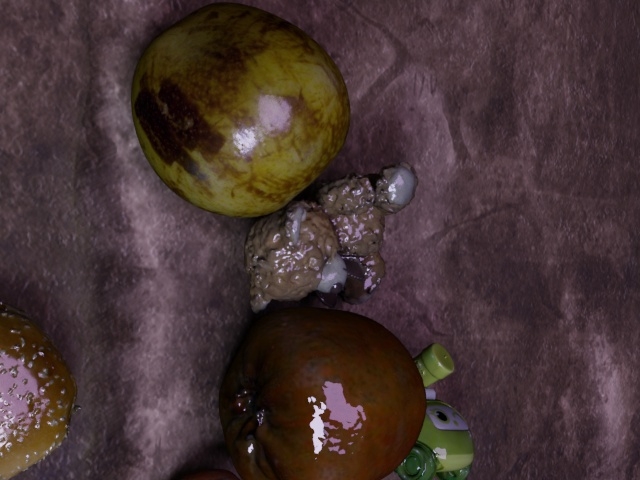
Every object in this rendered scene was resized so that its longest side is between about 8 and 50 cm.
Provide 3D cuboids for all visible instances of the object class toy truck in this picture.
[{"bbox_3d":[0.135,0.282,1.375,0.148,0.187,0.210,13,60,-48],"label":"toy truck"}]

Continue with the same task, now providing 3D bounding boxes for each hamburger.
[{"bbox_3d":[-0.391,0.167,1.031,0.189,0.122,0.215,-37,110,-25],"label":"hamburger"}]

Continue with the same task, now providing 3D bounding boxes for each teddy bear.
[{"bbox_3d":[0.000,0.000,1.254,0.256,0.156,0.267,-34,150,-48],"label":"teddy bear"}]

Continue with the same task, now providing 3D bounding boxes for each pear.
[{"bbox_3d":[-0.105,-0.166,1.122,0.284,0.283,0.283,-2,94,-35],"label":"pear"}]

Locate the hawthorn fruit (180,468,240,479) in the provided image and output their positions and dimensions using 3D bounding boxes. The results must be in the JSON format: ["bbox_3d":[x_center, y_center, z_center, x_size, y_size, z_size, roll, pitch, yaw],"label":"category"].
[{"bbox_3d":[-0.172,0.381,1.197,0.189,0.149,0.149,3,91,-5],"label":"hawthorn fruit"}]

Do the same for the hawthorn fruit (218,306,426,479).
[{"bbox_3d":[0.021,0.224,1.228,0.301,0.268,0.267,-6,96,-37],"label":"hawthorn fruit"}]
